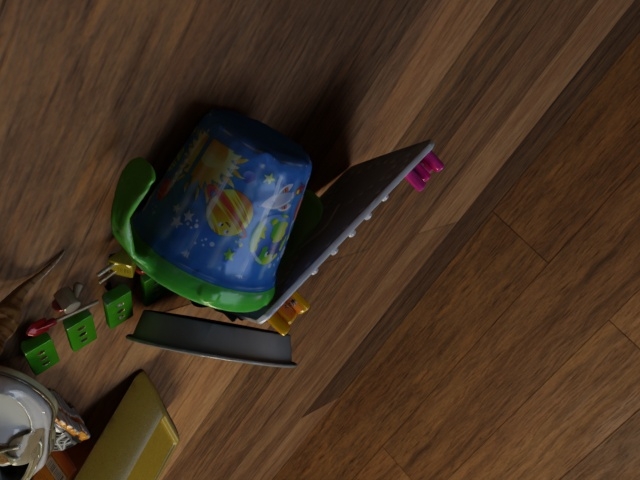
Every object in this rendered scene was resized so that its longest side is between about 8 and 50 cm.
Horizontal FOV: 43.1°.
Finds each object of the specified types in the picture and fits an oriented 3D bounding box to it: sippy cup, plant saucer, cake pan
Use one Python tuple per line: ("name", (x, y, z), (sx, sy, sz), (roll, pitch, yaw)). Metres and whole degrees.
("sippy cup", (-0.129, -0.054, 1.144), (0.224, 0.240, 0.305), (-62, 177, 18))
("plant saucer", (-0.398, 0.476, 1.690), (0.332, 0.081, 0.332), (94, 21, -63))
("cake pan", (-0.179, 0.165, 1.379), (0.293, 0.293, 0.054), (25, 74, -69))

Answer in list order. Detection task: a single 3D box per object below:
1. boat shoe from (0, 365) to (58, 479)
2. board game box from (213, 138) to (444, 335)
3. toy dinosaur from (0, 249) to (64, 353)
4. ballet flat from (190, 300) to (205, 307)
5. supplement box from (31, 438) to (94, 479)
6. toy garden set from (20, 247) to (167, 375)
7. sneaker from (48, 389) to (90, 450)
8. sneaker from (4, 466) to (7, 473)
("boat shoe", (-0.480, 0.303, 1.271), (0.302, 0.113, 0.103), (99, 7, -52))
("board game box", (0.000, 0.000, 1.382), (0.390, 0.050, 0.390), (-46, -169, -14))
("toy dinosaur", (-0.422, 0.099, 1.074), (0.211, 0.112, 0.064), (-82, 172, -52))
("ballet flat", (-0.216, 0.039, 1.393), (0.084, 0.058, 0.249), (-12, 150, -2))
("supplement box", (-0.542, 0.501, 1.660), (0.233, 0.080, 0.078), (-51, 159, 25))
("toy garden set", (-0.349, 0.090, 1.233), (0.244, 0.049, 0.203), (-33, 164, -23))
("sneaker", (-0.477, 0.334, 1.448), (0.083, 0.084, 0.215), (-28, 156, -13))
("sneaker", (-0.622, 0.476, 1.351), (0.146, 0.105, 0.295), (97, 21, -46))
